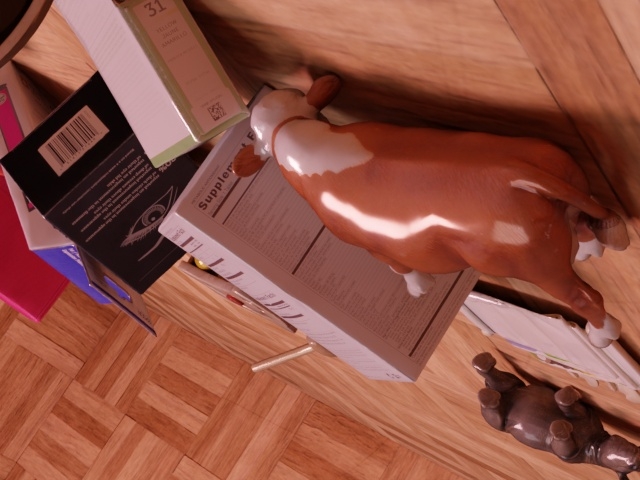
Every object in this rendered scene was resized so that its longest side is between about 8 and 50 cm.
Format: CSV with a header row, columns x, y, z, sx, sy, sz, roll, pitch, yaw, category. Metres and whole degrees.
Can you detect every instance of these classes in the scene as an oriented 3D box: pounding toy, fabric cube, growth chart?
x,y,z,sx,sy,sz,roll,pitch,yaw,category
-0.100,0.086,1.462,0.269,0.155,0.154,23,169,37,pounding toy
-0.488,-0.066,1.621,0.258,0.259,0.254,42,166,-27,fabric cube
0.213,0.091,1.020,0.237,0.021,0.172,20,163,45,growth chart

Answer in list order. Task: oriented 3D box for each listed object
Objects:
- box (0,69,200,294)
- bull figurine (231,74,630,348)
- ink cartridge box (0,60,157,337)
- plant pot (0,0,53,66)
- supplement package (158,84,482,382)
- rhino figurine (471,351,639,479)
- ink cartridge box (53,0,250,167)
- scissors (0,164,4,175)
x,y,z,sx,sy,sz,roll,pitch,yaw,category
-0.215,-0.059,1.155,0.108,0.153,0.207,45,175,33,box
0.075,-0.025,0.738,0.188,0.101,0.310,37,170,-37,bull figurine
-0.322,-0.045,1.332,0.371,0.069,0.176,60,-177,30,ink cartridge box
-0.272,-0.198,0.677,0.256,0.256,0.274,35,180,-8,plant pot
0.000,0.000,0.926,0.244,0.139,0.134,36,166,-8,supplement package
0.280,0.213,1.200,0.243,0.073,0.106,24,161,31,rhino figurine
-0.159,-0.177,0.850,0.235,0.056,0.171,60,162,-8,ink cartridge box
-0.495,-0.122,1.305,0.297,0.021,0.109,-4,-126,-51,scissors
